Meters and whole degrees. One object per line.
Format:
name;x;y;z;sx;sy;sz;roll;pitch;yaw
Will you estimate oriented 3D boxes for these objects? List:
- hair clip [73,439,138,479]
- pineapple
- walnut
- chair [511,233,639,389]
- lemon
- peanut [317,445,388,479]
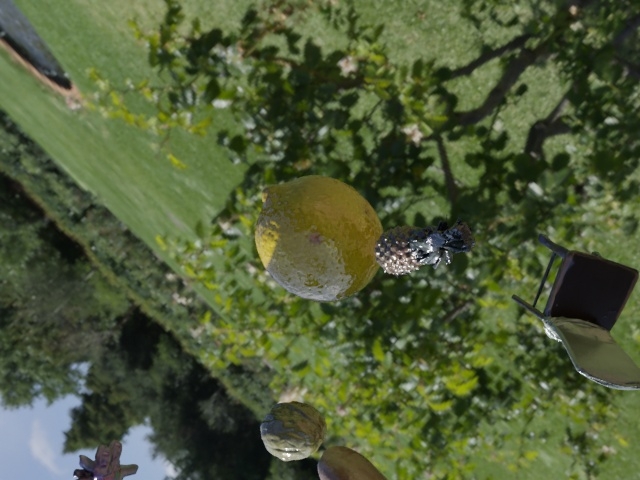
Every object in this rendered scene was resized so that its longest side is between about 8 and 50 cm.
hair clip;-0.451;0.493;1.624;0.090;0.137;0.278;12;162;-1
pineapple;0.141;0.005;1.033;0.074;0.074;0.159;48;150;-17
walnut;-0.037;0.263;1.057;0.092;0.092;0.092;42;168;11
chair;0.500;0.122;1.427;0.160;0.186;0.319;18;-167;-13
lemon;-0.006;-0.005;1.410;0.253;0.228;0.228;42;171;-33
peanut;0.054;0.352;1.091;0.152;0.076;0.076;39;167;37
